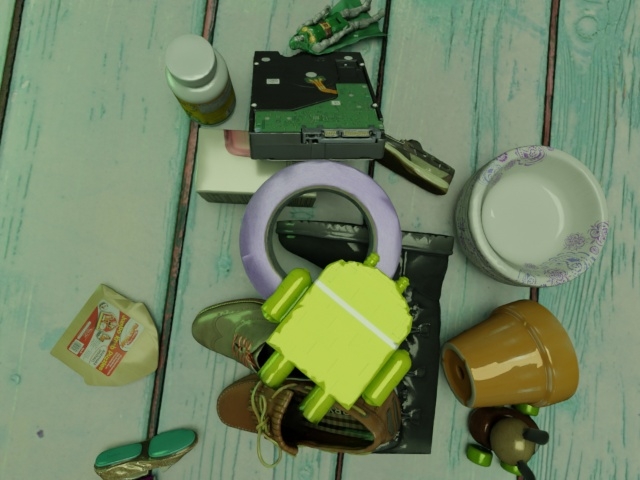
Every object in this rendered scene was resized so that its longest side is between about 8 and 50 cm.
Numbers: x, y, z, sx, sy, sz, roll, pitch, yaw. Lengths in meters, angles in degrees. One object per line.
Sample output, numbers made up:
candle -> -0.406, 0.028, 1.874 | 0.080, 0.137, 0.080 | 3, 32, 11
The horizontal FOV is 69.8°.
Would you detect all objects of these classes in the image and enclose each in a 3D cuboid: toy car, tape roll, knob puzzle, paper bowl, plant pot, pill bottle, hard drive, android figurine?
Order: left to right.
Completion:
knob puzzle -> -0.417, 0.210, 0.941 | 0.213, 0.030, 0.213 | 0, 85, -4
pill bottle -> -0.236, -0.312, 0.904 | 0.118, 0.208, 0.117 | 0, 86, -4
hard drive -> -0.016, -0.272, 0.891 | 0.237, 0.064, 0.339 | -2, 44, -5
tape roll -> 0.000, 0.000, 0.812 | 0.275, 0.090, 0.274 | 0, 91, 0
android figurine -> 0.032, 0.145, 0.732 | 0.248, 0.056, 0.273 | 37, 83, 3
plant pot -> 0.350, 0.237, 0.897 | 0.188, 0.205, 0.205 | -13, 87, -12
toy car -> 0.393, 0.398, 0.906 | 0.149, 0.188, 0.155 | 15, 85, -3
paper bowl -> 0.425, -0.045, 0.962 | 0.284, 0.148, 0.284 | 0, 86, -4

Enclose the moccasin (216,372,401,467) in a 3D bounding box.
moccasin -> -0.047, 0.323, 0.838 | 0.380, 0.147, 0.139 | 0, 98, 31

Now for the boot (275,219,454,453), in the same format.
boot -> 0.064, 0.190, 0.936 | 0.367, 0.146, 0.445 | 7, 94, 7

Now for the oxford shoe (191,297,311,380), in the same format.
oxford shoe -> -0.119, 0.185, 0.861 | 0.348, 0.130, 0.123 | 1, 97, 25

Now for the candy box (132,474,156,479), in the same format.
candy box -> -0.382, 0.600, 0.886 | 0.159, 0.071, 0.233 | -13, 92, -4

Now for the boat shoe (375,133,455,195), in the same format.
boat shoe -> 0.192, -0.182, 0.995 | 0.224, 0.080, 0.073 | 32, 79, -6

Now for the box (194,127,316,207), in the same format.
box -> -0.122, -0.142, 0.930 | 0.232, 0.148, 0.126 | 3, 86, -4

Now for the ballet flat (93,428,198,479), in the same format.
ballet flat -> -0.342, 0.436, 0.921 | 0.206, 0.073, 0.067 | -11, 114, -2

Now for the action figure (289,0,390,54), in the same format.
action figure -> 0.030, -0.458, 0.986 | 0.232, 0.063, 0.137 | -33, 75, -20
